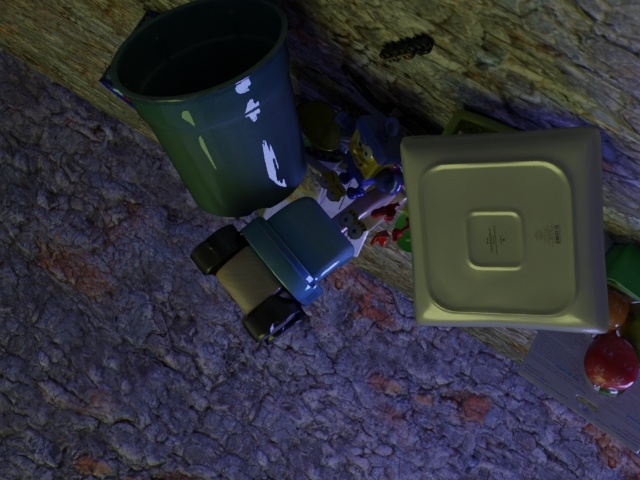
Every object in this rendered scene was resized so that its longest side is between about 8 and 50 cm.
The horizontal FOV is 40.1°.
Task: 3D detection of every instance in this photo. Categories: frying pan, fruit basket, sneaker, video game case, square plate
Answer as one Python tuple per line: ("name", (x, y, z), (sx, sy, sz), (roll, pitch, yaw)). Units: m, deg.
("frying pan", (0.161, -0.237, 1.842), (0.326, 0.053, 0.197), (47, 174, 0))
("fruit basket", (0.591, 0.198, 1.784), (0.327, 0.353, 0.165), (33, 170, -14))
("sneaker", (0.099, -0.229, 1.959), (0.283, 0.122, 0.110), (12, 166, -28))
("video game case", (-0.087, -0.164, 1.993), (0.227, 0.026, 0.206), (35, 154, 9))
("square plate", (0.301, -0.010, 1.481), (0.344, 0.347, 0.049), (0, -167, 29))

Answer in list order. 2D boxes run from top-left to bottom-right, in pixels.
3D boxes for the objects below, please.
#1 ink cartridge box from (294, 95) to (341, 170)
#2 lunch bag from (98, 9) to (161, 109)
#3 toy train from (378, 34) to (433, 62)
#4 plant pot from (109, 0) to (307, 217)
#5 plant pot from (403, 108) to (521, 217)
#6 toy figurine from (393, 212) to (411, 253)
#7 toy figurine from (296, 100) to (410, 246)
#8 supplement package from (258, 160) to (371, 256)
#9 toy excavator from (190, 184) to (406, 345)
("ink cartridge box", (-0.019, -0.251, 2.069), (0.140, 0.082, 0.190), (35, -169, -22))
("lunch bag", (-0.363, -0.395, 2.200), (0.138, 0.221, 0.293), (22, 167, 48))
("toy train", (0.146, -0.325, 1.497), (0.036, 0.027, 0.158), (24, 175, -24))
("plant pot", (-0.184, -0.247, 1.716), (0.341, 0.341, 0.334), (25, 149, 37))
("plant pot", (0.318, -0.080, 1.645), (0.228, 0.227, 0.207), (28, 177, 21))
("toy figurine", (0.316, -0.014, 2.456), (0.173, 0.130, 0.159), (-2, 168, 30))
("toy figurine", (0.110, -0.196, 1.751), (0.362, 0.191, 0.217), (64, 148, 22))
("supplement package", (-0.002, -0.117, 2.216), (0.263, 0.198, 0.199), (19, -162, -13))
("toy excavator", (0.000, 0.000, 1.837), (0.222, 0.445, 0.433), (52, 179, 8))
